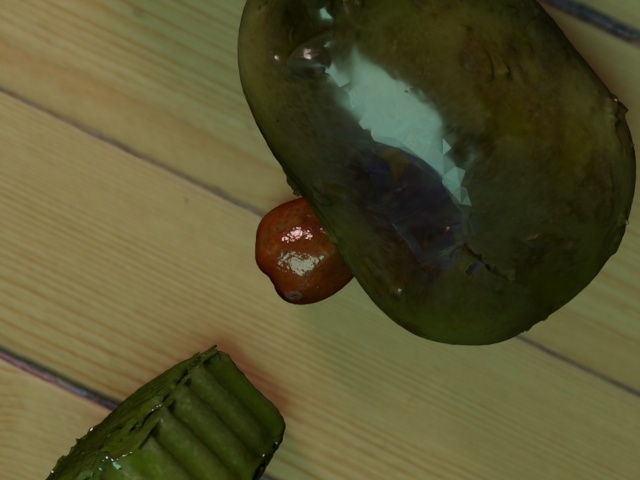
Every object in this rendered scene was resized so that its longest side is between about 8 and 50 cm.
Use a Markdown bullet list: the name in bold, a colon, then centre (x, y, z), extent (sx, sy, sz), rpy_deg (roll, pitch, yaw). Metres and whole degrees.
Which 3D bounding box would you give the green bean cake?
- **green bean cake**: centre (-0.147, 0.198, 0.911), extent (0.200, 0.214, 0.113), rpy_deg (-36, 97, 28)

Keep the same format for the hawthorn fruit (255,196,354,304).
- **hawthorn fruit**: centre (0.000, 0.000, 0.843), extent (0.093, 0.081, 0.081), rpy_deg (-34, 104, 19)

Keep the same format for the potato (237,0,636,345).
- **potato**: centre (0.073, -0.070, 0.730), extent (0.210, 0.173, 0.307), rpy_deg (-31, 108, 29)
